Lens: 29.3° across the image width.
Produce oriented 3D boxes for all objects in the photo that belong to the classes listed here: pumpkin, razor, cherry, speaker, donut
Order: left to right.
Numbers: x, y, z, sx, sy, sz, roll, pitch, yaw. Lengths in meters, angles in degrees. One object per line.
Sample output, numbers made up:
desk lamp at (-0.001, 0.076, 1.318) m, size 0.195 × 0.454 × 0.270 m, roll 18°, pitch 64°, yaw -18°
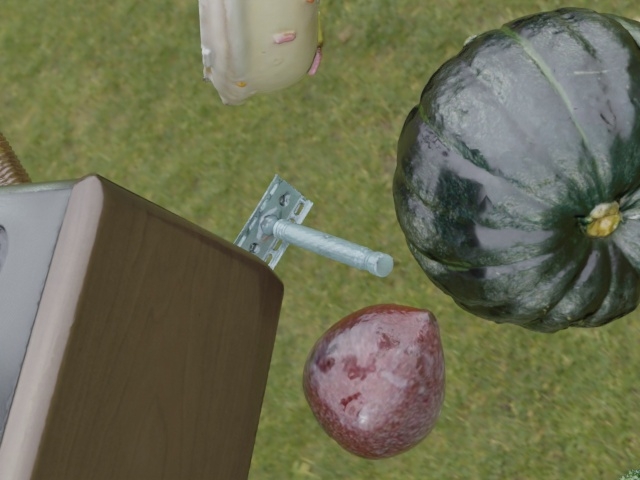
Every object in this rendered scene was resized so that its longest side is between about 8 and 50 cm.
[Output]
speaker at (-0.145, 0.098, 0.701) m, size 0.153 × 0.192 × 0.230 m, roll -2°, pitch 69°, yaw 41°
donut at (-0.073, -0.344, 1.382) m, size 0.142 × 0.382 × 0.382 m, roll -4°, pitch 60°, yaw -4°
razor at (0.000, 0.000, 1.345) m, size 0.232 × 0.068 × 0.106 m, roll 18°, pitch 74°, yaw 53°
cherry at (0.091, 0.220, 1.951) m, size 0.230 × 0.203 × 0.300 m, roll 49°, pitch 126°, yaw 29°
pumpkin at (0.157, -0.044, 0.805) m, size 0.220 × 0.220 × 0.162 m, roll -41°, pitch 29°, yaw 10°

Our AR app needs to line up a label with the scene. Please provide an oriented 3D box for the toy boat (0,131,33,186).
toy boat at (-0.357, -0.062, 1.229) m, size 0.115 × 0.089 × 0.310 m, roll -30°, pitch 81°, yaw -6°

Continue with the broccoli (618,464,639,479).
broccoli at (0.359, 0.229, 1.089) m, size 0.195 × 0.195 × 0.156 m, roll 2°, pitch 66°, yaw 34°
